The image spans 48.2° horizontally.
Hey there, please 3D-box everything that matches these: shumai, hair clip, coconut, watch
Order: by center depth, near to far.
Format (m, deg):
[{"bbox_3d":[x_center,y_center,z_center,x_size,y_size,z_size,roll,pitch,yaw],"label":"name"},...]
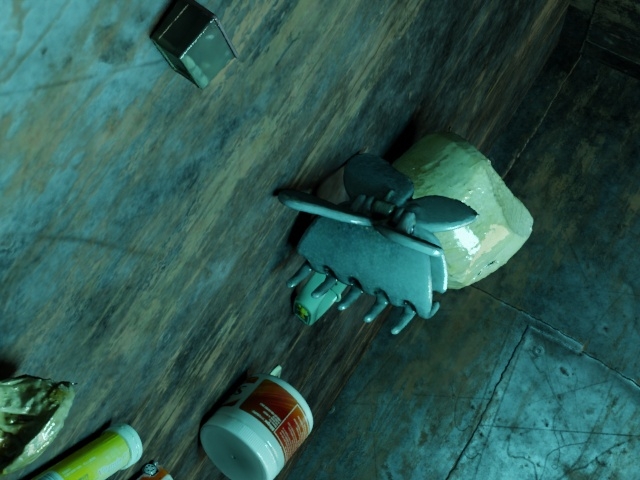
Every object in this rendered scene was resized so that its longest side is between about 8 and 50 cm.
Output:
[{"bbox_3d":[-0.355,0.186,0.788,0.116,0.146,0.145,47,68,-29],"label":"shumai"},{"bbox_3d":[0.111,0.015,1.433,0.392,0.318,0.238,-35,143,-58],"label":"hair clip"},{"bbox_3d":[0.011,0.115,1.765,0.195,0.068,0.237,-48,166,-21],"label":"watch"},{"bbox_3d":[0.298,-0.050,1.811,0.404,0.405,0.404,-52,162,-24],"label":"coconut"}]

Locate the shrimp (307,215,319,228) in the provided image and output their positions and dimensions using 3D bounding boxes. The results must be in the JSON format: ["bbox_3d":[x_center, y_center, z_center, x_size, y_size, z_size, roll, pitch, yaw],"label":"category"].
[{"bbox_3d":[-0.007,-0.002,1.607,0.162,0.045,0.095,68,33,-64],"label":"shrimp"}]

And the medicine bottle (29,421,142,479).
[{"bbox_3d":[-0.370,0.354,1.082,0.218,0.074,0.074,-23,141,-60],"label":"medicine bottle"}]

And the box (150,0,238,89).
[{"bbox_3d":[-0.140,-0.217,0.789,0.063,0.060,0.084,-49,163,-7],"label":"box"}]

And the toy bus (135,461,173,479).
[{"bbox_3d":[-0.351,0.504,1.380,0.174,0.077,0.079,-28,145,-60],"label":"toy bus"}]

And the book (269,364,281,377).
[{"bbox_3d":[-0.158,0.437,1.945,0.138,0.016,0.198,-46,160,-37],"label":"book"}]

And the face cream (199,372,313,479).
[{"bbox_3d":[-0.145,0.436,1.651,0.187,0.201,0.201,-44,158,-42],"label":"face cream"}]
